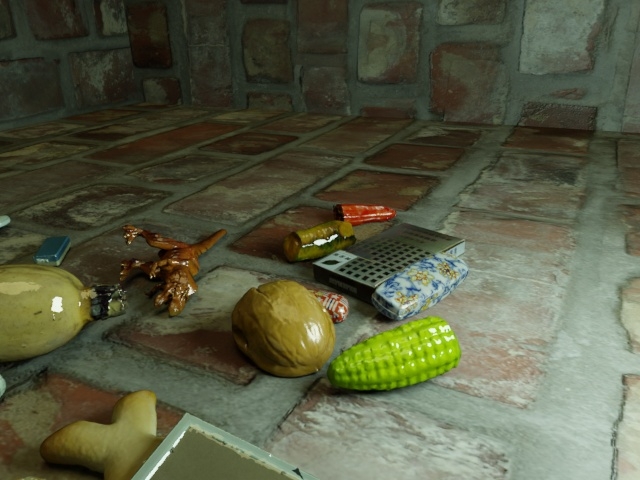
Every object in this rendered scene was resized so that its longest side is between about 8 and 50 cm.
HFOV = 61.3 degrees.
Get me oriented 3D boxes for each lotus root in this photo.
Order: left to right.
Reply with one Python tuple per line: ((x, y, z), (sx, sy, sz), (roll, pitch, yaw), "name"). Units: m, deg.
((-0.492, 0.118, 0.924), (0.309, 0.183, 0.183), (-6, 23, -15), "lotus root")

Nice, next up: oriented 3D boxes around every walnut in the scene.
((-0.064, 0.129, 0.916), (0.167, 0.087, 0.211), (-28, 43, -26), "walnut")

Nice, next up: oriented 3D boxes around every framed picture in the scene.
((-0.124, 0.316, 0.562), (0.216, 0.016, 0.273), (22, 29, 12), "framed picture")

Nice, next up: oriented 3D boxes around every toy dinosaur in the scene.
((-0.340, 0.027, 1.214), (0.207, 0.097, 0.432), (11, 26, -6), "toy dinosaur")

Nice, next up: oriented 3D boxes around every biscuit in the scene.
((-0.243, 0.274, 0.694), (0.207, 0.047, 0.164), (20, 30, 41), "biscuit")

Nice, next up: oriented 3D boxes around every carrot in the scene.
((0.000, 0.000, 1.271), (0.173, 0.082, 0.082), (-12, 25, -30), "carrot")

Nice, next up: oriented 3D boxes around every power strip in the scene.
((-0.652, 0.027, 1.313), (0.056, 0.032, 0.123), (-6, 24, -9), "power strip")

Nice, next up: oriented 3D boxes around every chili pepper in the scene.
((0.126, -0.071, 1.458), (0.168, 0.065, 0.088), (-4, 24, -15), "chili pepper")

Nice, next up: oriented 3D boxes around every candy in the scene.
((0.110, 0.181, 0.831), (0.209, 0.097, 0.097), (-13, 25, -13), "candy")

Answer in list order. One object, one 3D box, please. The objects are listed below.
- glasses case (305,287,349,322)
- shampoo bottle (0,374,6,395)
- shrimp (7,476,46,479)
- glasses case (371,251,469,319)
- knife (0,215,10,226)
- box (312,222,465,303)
((-0.042, 0.118, 1.035), (0.194, 0.049, 0.073), (3, 23, 11), "glasses case")
((-0.515, 0.259, 0.734), (0.065, 0.065, 0.204), (-1, 23, 1), "shampoo bottle")
((-0.327, 0.322, 0.613), (0.180, 0.041, 0.099), (12, 12, 32), "shrimp")
((0.204, 0.086, 1.069), (0.247, 0.065, 0.086), (-21, 41, -40), "glasses case")
((-0.956, -0.022, 1.455), (0.221, 0.032, 0.064), (-24, 35, -35), "knife")
((0.160, 0.040, 1.209), (0.324, 0.047, 0.180), (-22, 30, -40), "box")
